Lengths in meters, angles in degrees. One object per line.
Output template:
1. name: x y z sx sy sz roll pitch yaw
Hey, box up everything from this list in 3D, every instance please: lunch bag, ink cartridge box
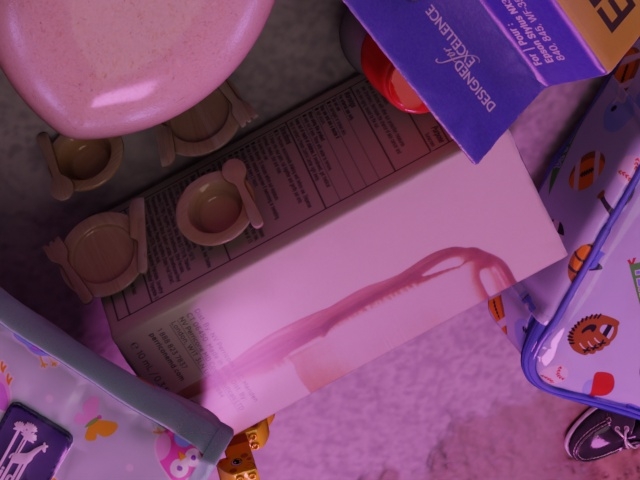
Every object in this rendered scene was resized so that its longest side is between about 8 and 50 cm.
1. lunch bag: -0.190 0.147 1.222 0.223 0.160 0.262 32 140 1
2. ink cartridge box: 0.121 -0.256 1.131 0.307 0.072 0.303 -51 119 -18
3. lunch bag: 0.286 -0.006 1.392 0.243 0.115 0.303 19 115 -26

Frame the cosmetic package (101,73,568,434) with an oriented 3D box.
1. cosmetic package: 0.000 0.000 1.295 0.296 0.153 0.129 -28 125 4

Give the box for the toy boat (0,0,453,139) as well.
1. toy boat: -0.060 -0.169 1.197 0.318 0.148 0.267 22 108 -17

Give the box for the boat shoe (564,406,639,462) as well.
1. boat shoe: 0.260 0.148 1.518 0.125 0.038 0.046 -27 123 2

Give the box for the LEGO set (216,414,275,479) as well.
1. LEGO set: -0.091 0.144 1.389 0.227 0.093 0.087 -18 123 -4

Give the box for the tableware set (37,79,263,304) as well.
1. tableware set: -0.115 -0.040 1.255 0.168 0.141 0.020 -22 151 5
